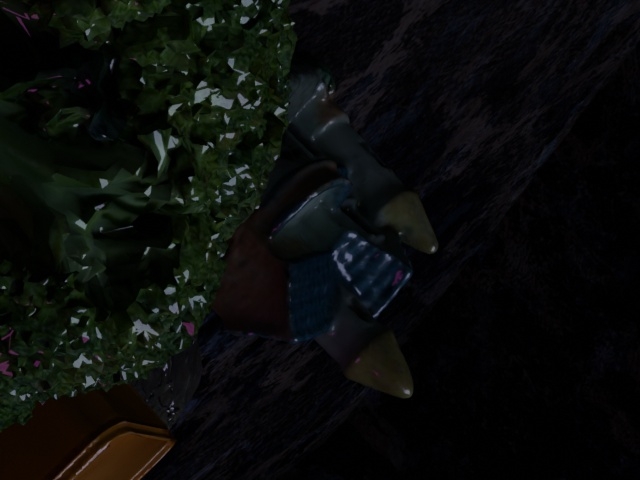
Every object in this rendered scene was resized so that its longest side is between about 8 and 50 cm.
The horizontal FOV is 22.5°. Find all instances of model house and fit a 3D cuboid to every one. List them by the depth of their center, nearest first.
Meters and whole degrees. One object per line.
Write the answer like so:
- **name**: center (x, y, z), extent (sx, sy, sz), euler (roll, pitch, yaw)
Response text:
- **model house**: center (0.000, 0.000, 1.495), extent (0.194, 0.325, 0.267), euler (-47, 167, 20)

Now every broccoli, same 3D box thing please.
- **broccoli**: center (-0.162, -0.076, 0.805), extent (0.413, 0.321, 0.310), euler (-25, -172, 46)

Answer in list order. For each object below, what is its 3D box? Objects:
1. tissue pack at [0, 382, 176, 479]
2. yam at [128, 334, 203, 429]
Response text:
- **tissue pack**: center (-0.272, 0.103, 1.114), extent (0.194, 0.274, 0.145), euler (-45, 165, 1)
- **yam**: center (-0.214, 0.103, 1.435), extent (0.201, 0.202, 0.271), euler (-49, 167, -4)
